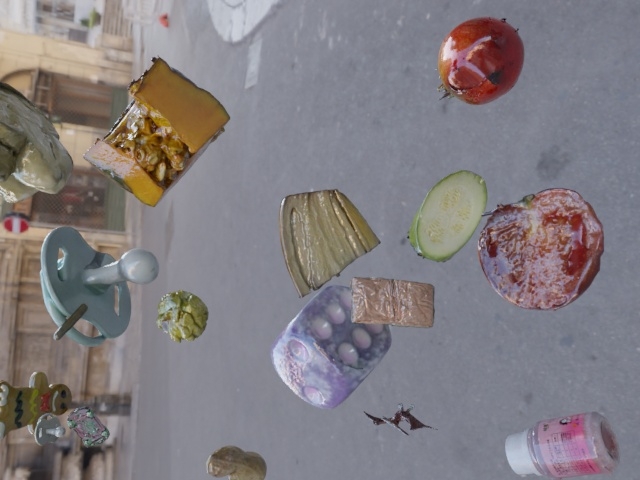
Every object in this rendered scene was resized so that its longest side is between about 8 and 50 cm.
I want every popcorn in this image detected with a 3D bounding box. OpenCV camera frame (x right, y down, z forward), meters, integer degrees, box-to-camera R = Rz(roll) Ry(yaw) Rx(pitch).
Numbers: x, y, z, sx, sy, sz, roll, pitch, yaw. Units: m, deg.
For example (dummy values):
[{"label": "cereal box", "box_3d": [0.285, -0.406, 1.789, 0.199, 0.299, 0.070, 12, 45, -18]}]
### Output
[{"label": "popcorn", "box_3d": [-0.304, 0.161, 1.267, 0.106, 0.116, 0.121, 69, -176, -59]}]

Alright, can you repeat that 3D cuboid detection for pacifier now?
[{"label": "pacifier", "box_3d": [-0.615, 0.434, 1.341, 0.083, 0.064, 0.068, 32, -124, -72]}, {"label": "pacifier", "box_3d": [-0.524, 0.105, 1.436, 0.343, 0.268, 0.289, 51, -156, -58]}]

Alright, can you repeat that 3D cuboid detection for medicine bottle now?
[{"label": "medicine bottle", "box_3d": [0.593, 0.513, 1.444, 0.247, 0.147, 0.147, -26, 58, 37]}]

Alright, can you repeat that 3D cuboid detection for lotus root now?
[{"label": "lotus root", "box_3d": [0.000, -0.004, 0.826, 0.095, 0.159, 0.135, -20, 89, 58]}]

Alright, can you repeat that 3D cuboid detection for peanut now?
[{"label": "peanut", "box_3d": [-0.249, 0.674, 1.746, 0.085, 0.227, 0.104, 16, 73, 49]}]

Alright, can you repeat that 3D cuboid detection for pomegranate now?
[{"label": "pomegranate", "box_3d": [0.380, -0.433, 1.424, 0.235, 0.210, 0.210, -24, 62, 50]}]

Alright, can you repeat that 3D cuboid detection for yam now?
[{"label": "yam", "box_3d": [-0.556, 0.181, 1.301, 0.116, 0.021, 0.021, -68, -1, -57]}]

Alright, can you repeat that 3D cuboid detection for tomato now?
[{"label": "tomato", "box_3d": [0.535, 0.034, 1.422, 0.170, 0.308, 0.309, 41, -134, -69]}]

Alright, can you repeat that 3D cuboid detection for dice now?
[{"label": "dice", "box_3d": [0.031, 0.319, 1.757, 0.270, 0.270, 0.271, 42, 137, 8]}]

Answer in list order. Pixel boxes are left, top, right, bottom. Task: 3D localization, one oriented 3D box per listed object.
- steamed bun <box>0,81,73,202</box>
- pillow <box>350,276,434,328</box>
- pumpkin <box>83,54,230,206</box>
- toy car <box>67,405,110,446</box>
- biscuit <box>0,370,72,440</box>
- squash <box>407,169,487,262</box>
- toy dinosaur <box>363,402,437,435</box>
[{"label": "steamed bun", "box_3d": [-0.410, -0.121, 0.725, 0.106, 0.192, 0.177, -43, -9, 4]}, {"label": "pillow", "box_3d": [0.191, 0.162, 1.532, 0.043, 0.232, 0.126, 123, 152, -73]}, {"label": "pumpkin", "box_3d": [-0.387, -0.253, 1.381, 0.303, 0.225, 0.256, -42, 16, 19]}, {"label": "toy car", "box_3d": [-0.635, 0.506, 1.597, 0.055, 0.069, 0.142, 50, 164, 57]}, {"label": "biscuit", "box_3d": [-0.722, 0.413, 1.471, 0.035, 0.240, 0.158, -3, 85, 24]}, {"label": "squash", "box_3d": [0.395, -0.072, 1.803, 0.261, 0.189, 0.189, 115, 151, -56]}, {"label": "toy dinosaur", "box_3d": [0.205, 0.457, 1.497, 0.220, 0.108, 0.032, -3, 102, 37]}]
